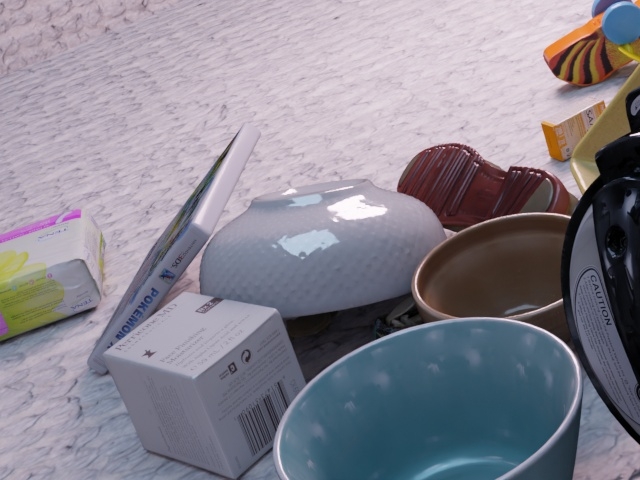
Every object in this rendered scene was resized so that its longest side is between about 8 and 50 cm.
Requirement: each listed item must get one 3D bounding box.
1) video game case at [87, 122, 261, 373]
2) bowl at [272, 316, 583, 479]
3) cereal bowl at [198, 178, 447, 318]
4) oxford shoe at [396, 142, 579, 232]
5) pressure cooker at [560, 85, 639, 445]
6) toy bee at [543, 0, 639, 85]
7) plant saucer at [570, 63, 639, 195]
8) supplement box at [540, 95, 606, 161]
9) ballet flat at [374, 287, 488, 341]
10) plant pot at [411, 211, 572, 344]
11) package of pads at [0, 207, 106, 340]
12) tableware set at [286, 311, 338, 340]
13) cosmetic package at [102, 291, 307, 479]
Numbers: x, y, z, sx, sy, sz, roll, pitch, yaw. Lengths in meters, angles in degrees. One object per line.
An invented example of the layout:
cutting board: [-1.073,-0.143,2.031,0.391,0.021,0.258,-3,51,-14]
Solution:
video game case: [-0.210,0.006,1.984,0.300,0.036,0.329,-50,10,30]
bowl: [0.125,0.228,1.348,0.311,0.163,0.311,-17,25,8]
cereal bowl: [0.000,0.000,1.798,0.338,0.141,0.339,-9,6,1]
oxford shoe: [0.235,-0.043,1.876,0.123,0.130,0.348,-58,34,-3]
pressure cooker: [0.426,0.031,1.225,0.420,0.376,0.370,-26,52,-34]
toy bee: [0.528,-0.343,2.246,0.298,0.162,0.195,-33,23,36]
plant saucer: [0.475,-0.126,1.703,0.333,0.081,0.333,-55,23,27]
supplement box: [0.391,-0.171,2.066,0.098,0.062,0.036,-29,26,-16]
ballet flat: [0.153,0.087,1.724,0.188,0.070,0.070,-25,26,-12]
plant pot: [0.237,0.072,1.632,0.237,0.110,0.237,-15,28,8]
package of pads: [-0.497,0.067,2.188,0.296,0.101,0.229,-20,25,1]
tableware set: [-0.052,0.112,1.874,0.168,0.020,0.141,-15,24,13]
cosmetic package: [-0.136,0.172,1.659,0.183,0.151,0.151,8,36,45]
